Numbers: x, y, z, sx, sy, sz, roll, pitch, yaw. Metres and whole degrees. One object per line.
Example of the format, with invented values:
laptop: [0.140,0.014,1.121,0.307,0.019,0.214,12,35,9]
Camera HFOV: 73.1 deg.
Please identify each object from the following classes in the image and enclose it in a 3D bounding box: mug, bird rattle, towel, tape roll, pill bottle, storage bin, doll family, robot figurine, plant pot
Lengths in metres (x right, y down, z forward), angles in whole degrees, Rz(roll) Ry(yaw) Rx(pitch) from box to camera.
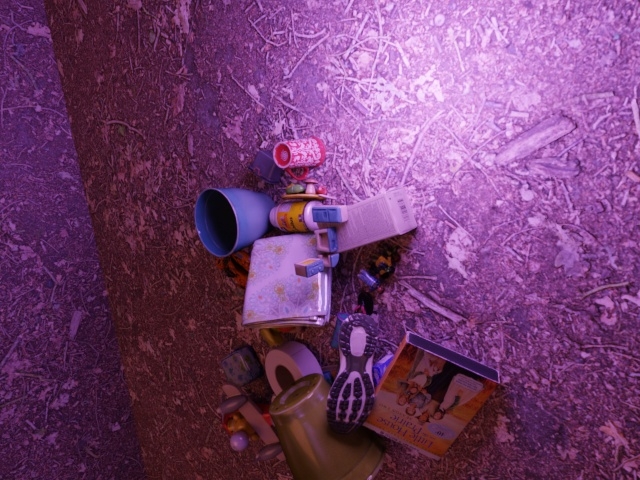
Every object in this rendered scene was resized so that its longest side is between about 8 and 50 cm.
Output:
mug: [-0.074,-0.292,1.534,0.113,0.169,0.150,-4,99,40]
bird rattle: [-0.174,0.329,1.806,0.206,0.143,0.253,3,139,14]
towel: [-0.116,0.139,1.568,0.320,0.090,0.374,-6,58,16]
tape roll: [-0.114,0.580,1.857,0.286,0.100,0.286,21,119,42]
pill bottle: [-0.091,-0.092,1.644,0.215,0.117,0.117,1,104,40]
storage bin: [-0.213,-0.295,1.710,0.135,0.098,0.091,36,113,27]
doll family: [0.205,0.100,1.485,0.111,0.076,0.193,38,129,20]
robot figurine: [-0.377,0.113,1.969,0.291,0.085,0.211,31,120,29]
plant pot: [-0.005,0.706,1.601,0.366,0.366,0.353,-27,96,42]
plant pot: [-0.326,-0.092,1.750,0.271,0.255,0.272,12,109,38]

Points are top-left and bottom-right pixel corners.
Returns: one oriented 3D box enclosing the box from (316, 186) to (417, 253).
box: [0.146,-0.058,1.449,0.311,0.121,0.148,-17,92,42]

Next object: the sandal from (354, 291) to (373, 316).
sandal: [0.152,0.275,1.599,0.067,0.040,0.179,25,118,34]

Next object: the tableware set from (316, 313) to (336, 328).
tableware set: [-0.029,0.300,1.716,0.168,0.020,0.141,31,142,-13]

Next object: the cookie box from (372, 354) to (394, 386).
cookie box: [0.236,0.472,1.542,0.040,0.107,0.092,-11,95,43]

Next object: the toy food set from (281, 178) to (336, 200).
toy food set: [-0.045,-0.187,1.582,0.218,0.128,0.071,2,89,39]

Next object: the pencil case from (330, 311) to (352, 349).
pencil case: [0.080,0.350,1.667,0.070,0.064,0.152,-113,31,-59]

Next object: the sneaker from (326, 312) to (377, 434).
sneaker: [0.115,0.465,1.524,0.158,0.182,0.410,12,81,2]

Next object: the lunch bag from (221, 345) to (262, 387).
lunch bag: [-0.392,0.625,2.133,0.219,0.090,0.176,-37,79,41]

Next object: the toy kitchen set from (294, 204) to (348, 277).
toy kitchen set: [0.000,0.000,1.396,0.122,0.166,0.207,3,105,41]

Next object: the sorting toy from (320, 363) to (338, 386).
sorting toy: [0.074,0.603,1.765,0.208,0.038,0.193,-27,85,42]

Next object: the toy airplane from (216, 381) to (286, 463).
toy airplane: [-0.304,0.854,2.002,0.386,0.272,0.384,25,131,13]

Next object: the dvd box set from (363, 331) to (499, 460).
dvd box set: [0.341,0.522,1.422,0.307,0.062,0.420,24,120,5]
